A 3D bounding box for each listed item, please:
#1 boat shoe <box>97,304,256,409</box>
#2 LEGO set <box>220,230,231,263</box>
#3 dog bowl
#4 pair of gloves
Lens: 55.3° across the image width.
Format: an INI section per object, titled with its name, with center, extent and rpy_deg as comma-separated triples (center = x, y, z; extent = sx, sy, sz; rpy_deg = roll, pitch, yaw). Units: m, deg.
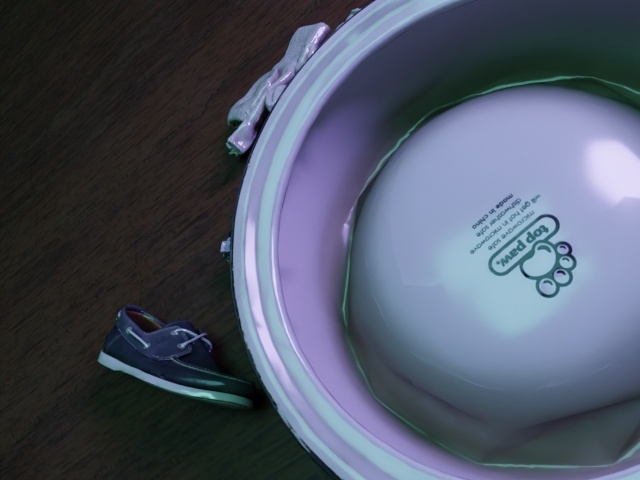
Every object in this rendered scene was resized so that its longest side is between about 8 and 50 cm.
[boat shoe]
center = -0.156, 0.124, 0.660
extent = 0.233, 0.084, 0.079
rpy_deg = 10, 73, 40
[LEGO set]
center = 0.000, 0.000, 0.658
extent = 0.182, 0.060, 0.244
rpy_deg = -42, 51, -6
[dog bowl]
center = 0.143, -0.003, 0.448
extent = 0.407, 0.150, 0.408
rpy_deg = -9, 68, 23
[pair of gloves]
center = -0.038, -0.179, 0.718
extent = 0.204, 0.042, 0.240
rpy_deg = -55, 28, 0
